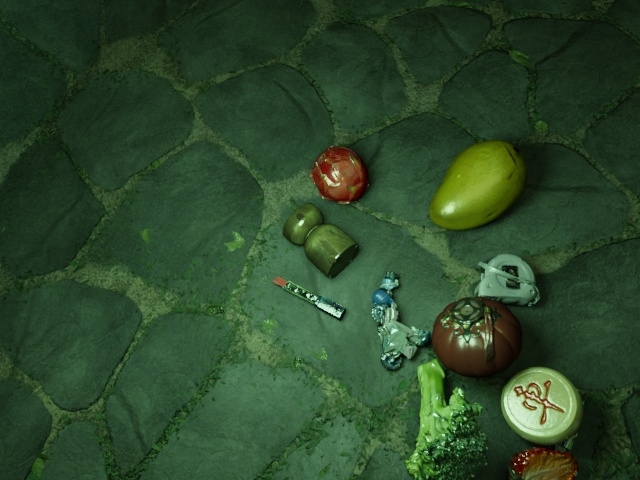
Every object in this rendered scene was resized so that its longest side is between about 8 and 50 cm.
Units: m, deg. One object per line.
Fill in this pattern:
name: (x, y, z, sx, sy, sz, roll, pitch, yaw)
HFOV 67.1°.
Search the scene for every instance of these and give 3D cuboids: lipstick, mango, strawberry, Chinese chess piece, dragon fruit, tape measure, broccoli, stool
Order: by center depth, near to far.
strawberry: (0.704, 0.742, 1.563, 0.236, 0.111, 0.190, -10, 95, -15)
broccoli: (0.383, 0.618, 1.589, 0.274, 0.397, 0.353, 31, 93, -20)
Chinese chess piece: (0.729, 0.544, 1.598, 0.250, 0.097, 0.251, -18, 51, 24)
tape measure: (0.699, 0.147, 1.814, 0.235, 0.120, 0.197, 4, 65, 3)
lipstick: (-0.047, 0.218, 1.898, 0.312, 0.051, 0.051, 26, 74, 18)
stool: (0.000, 0.000, 1.916, 0.179, 0.179, 0.264, -43, 68, -12)
mango: (0.619, -0.215, 1.924, 0.445, 0.220, 0.301, -36, 70, -6)
dragon fruit: (0.086, -0.269, 1.996, 0.240, 0.252, 0.241, -18, 29, 10)

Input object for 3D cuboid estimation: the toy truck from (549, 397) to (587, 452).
toy truck: (0.825, 0.612, 1.621, 0.088, 0.074, 0.202, 26, 72, 11)

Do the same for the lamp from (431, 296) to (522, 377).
lamp: (0.536, 0.330, 1.667, 0.302, 0.257, 0.303, -19, 29, 11)

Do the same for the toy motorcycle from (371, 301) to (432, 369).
toy motorcycle: (0.304, 0.339, 1.780, 0.203, 0.108, 0.239, -12, 94, 5)

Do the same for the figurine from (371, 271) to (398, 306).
figurine: (0.256, 0.191, 1.865, 0.086, 0.087, 0.149, -2, 59, 47)
